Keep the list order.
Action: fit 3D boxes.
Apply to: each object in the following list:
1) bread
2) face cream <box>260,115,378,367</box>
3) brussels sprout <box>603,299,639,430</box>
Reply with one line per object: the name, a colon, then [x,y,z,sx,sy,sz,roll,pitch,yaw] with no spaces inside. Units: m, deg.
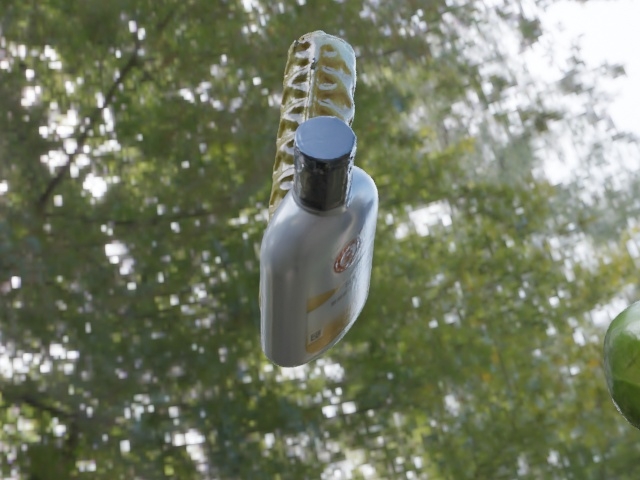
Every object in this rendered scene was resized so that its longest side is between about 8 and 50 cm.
bread: [-0.013,-0.072,1.462,0.084,0.367,0.077,11,-22,-13]
face cream: [0.000,0.000,1.197,0.144,0.071,0.291,-42,-26,-30]
brussels sprout: [0.348,0.121,1.249,0.155,0.155,0.117,-42,-9,31]
